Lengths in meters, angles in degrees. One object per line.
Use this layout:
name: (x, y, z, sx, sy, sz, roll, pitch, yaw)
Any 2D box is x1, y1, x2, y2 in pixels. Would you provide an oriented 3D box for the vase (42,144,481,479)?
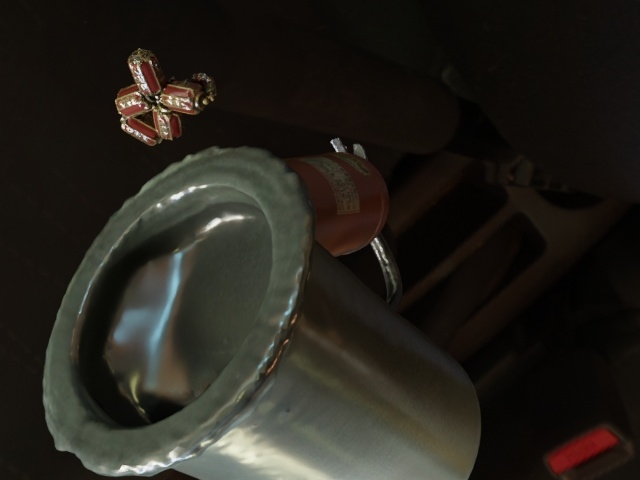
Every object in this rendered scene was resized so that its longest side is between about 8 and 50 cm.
vase: (-0.020, 0.099, 0.770, 0.245, 0.245, 0.291, -52, 133, 2)

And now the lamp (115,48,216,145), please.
lamp: (-0.112, -0.095, 0.710, 0.063, 0.083, 0.031, 31, 52, -8)

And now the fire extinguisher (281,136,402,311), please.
fire extinguisher: (-0.010, -0.001, 1.055, 0.113, 0.376, 0.200, -3, 97, 25)
